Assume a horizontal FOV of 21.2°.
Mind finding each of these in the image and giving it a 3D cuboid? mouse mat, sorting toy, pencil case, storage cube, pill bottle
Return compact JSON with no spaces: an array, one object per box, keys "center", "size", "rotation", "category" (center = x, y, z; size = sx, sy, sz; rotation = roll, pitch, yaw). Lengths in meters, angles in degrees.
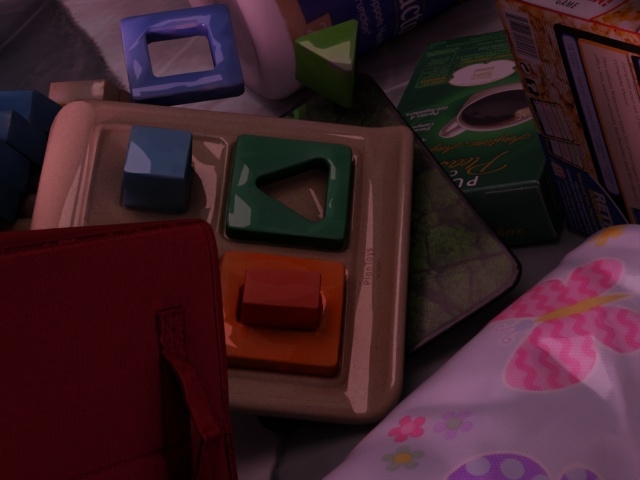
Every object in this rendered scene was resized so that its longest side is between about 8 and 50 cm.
[{"center":[0.000,0.000,0.901],"size":[0.153,0.007,0.189],"rotation":[-33,48,-3],"category":"mouse mat"},{"center":[-0.053,0.001,0.855],"size":[0.196,0.047,0.347],"rotation":[3,55,2],"category":"sorting toy"},{"center":[0.068,0.108,0.649],"size":[0.124,0.113,0.273],"rotation":[23,52,39],"category":"pencil case"},{"center":[-0.163,0.095,0.682],"size":[0.215,0.183,0.193],"rotation":[-4,3,30],"category":"storage cube"},{"center":[0.042,-0.218,1.151],"size":[0.265,0.153,0.153],"rotation":[-30,31,-12],"category":"pill bottle"}]

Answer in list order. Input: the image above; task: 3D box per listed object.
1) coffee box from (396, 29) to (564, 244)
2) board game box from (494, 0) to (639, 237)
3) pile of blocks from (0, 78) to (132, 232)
[{"center":[0.094,-0.061,0.975],"size":[0.113,0.040,0.184],"rotation":[-8,33,24],"category":"coffee box"},{"center":[0.172,-0.048,0.796],"size":[0.045,0.146,0.193],"rotation":[-34,33,-19],"category":"board game box"},{"center":[-0.162,-0.001,0.945],"size":[0.113,0.149,0.362],"rotation":[-1,37,21],"category":"pile of blocks"}]
